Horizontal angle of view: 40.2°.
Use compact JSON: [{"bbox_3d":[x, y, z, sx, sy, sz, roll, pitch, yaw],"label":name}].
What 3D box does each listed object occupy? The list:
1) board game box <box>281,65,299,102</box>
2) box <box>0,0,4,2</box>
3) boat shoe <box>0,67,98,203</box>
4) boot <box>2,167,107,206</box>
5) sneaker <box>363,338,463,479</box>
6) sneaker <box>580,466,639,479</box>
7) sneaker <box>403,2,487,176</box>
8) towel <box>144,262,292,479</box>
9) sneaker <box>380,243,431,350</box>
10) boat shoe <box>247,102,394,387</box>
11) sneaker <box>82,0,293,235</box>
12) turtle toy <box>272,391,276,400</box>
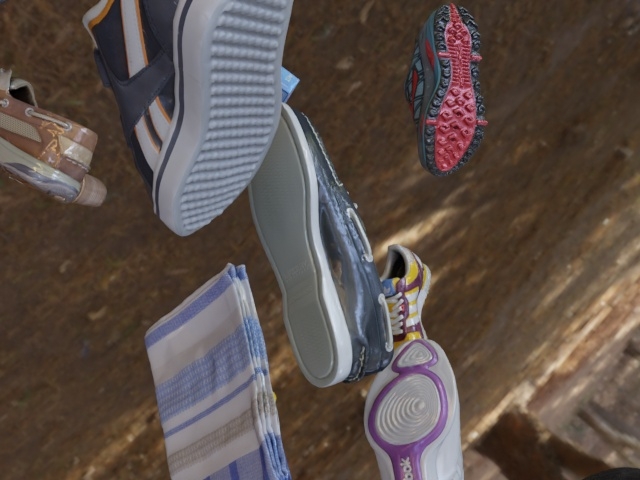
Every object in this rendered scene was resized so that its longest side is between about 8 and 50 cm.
[{"bbox_3d":[-0.148,-0.280,1.434,0.039,0.211,0.160,-56,-175,-24],"label":"board game box"},{"bbox_3d":[-0.339,-0.406,1.071,0.261,0.184,0.103,-35,138,-22],"label":"box"},{"bbox_3d":[-0.435,-0.171,1.186,0.116,0.324,0.123,-58,169,-5],"label":"boat shoe"},{"bbox_3d":[-0.437,-0.115,1.342,0.152,0.197,0.073,23,88,-51],"label":"boot"},{"bbox_3d":[0.121,0.278,1.088,0.152,0.114,0.305,49,40,-68],"label":"sneaker"},{"bbox_3d":[0.461,0.366,1.108,0.116,0.313,0.136,-86,163,-44],"label":"sneaker"},{"bbox_3d":[0.187,-0.222,1.353,0.125,0.104,0.262,165,-68,-68],"label":"sneaker"},{"bbox_3d":[-0.134,0.194,1.054,0.034,0.285,0.209,14,141,-43],"label":"towel"},{"bbox_3d":[0.103,0.095,1.193,0.069,0.186,0.084,-15,142,31],"label":"sneaker"},{"bbox_3d":[0.000,0.000,0.922,0.091,0.303,0.114,-6,173,-38],"label":"boat shoe"},{"bbox_3d":[-0.106,-0.132,0.695,0.126,0.127,0.321,-39,164,-30],"label":"sneaker"},{"bbox_3d":[-0.134,0.295,1.667,0.130,0.095,0.066,-93,175,-60],"label":"turtle toy"}]
